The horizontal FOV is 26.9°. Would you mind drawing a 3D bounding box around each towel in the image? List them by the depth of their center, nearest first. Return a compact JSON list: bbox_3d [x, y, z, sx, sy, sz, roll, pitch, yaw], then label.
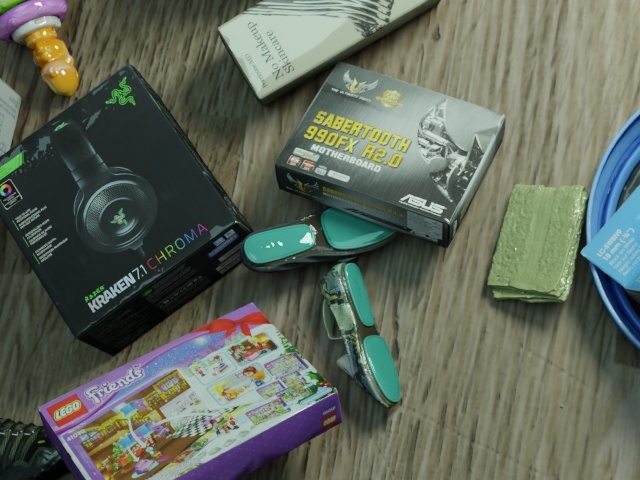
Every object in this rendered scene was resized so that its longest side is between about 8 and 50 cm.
[{"bbox_3d":[0.261,0.003,1.603,0.110,0.027,0.148,4,75,38],"label":"towel"}]

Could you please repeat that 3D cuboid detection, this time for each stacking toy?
[{"bbox_3d":[-0.398,-0.328,1.805,0.166,0.175,0.302,-24,85,6],"label":"stacking toy"}]

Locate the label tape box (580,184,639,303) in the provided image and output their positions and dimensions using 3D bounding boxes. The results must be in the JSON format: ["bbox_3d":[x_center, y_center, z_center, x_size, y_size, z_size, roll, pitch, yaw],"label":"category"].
[{"bbox_3d":[0.483,0.019,1.445,0.333,0.106,0.240,40,86,18],"label":"label tape box"}]

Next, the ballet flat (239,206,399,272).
[{"bbox_3d":[0.000,0.000,1.651,0.203,0.074,0.074,-13,73,-5],"label":"ballet flat"}]

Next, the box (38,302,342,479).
[{"bbox_3d":[-0.150,0.201,1.543,0.293,0.057,0.201,-26,42,-20],"label":"box"}]

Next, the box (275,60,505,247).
[{"bbox_3d":[0.087,-0.108,1.641,0.231,0.056,0.183,21,60,17],"label":"box"}]

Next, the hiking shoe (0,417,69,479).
[{"bbox_3d":[-0.375,0.255,1.661,0.227,0.086,0.114,-34,74,3],"label":"hiking shoe"}]

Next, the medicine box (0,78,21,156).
[{"bbox_3d":[-0.569,-0.094,1.764,0.263,0.149,0.289,6,76,14],"label":"medicine box"}]

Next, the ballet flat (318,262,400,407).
[{"bbox_3d":[0.043,0.121,1.626,0.070,0.070,0.188,-19,70,7],"label":"ballet flat"}]

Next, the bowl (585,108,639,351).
[{"bbox_3d":[0.504,-0.009,1.544,0.391,0.077,0.391,-3,75,12],"label":"bowl"}]

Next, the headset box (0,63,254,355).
[{"bbox_3d":[-0.257,-0.045,1.691,0.246,0.131,0.283,-35,70,1],"label":"headset box"}]

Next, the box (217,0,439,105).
[{"bbox_3d":[0.014,-0.287,1.695,0.275,0.094,0.113,-32,91,0],"label":"box"}]
